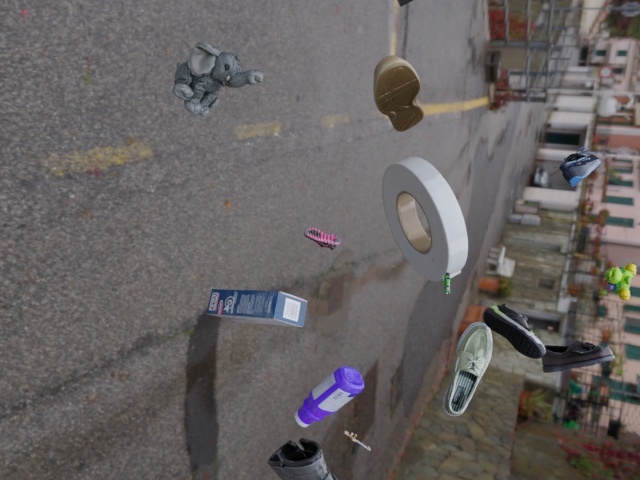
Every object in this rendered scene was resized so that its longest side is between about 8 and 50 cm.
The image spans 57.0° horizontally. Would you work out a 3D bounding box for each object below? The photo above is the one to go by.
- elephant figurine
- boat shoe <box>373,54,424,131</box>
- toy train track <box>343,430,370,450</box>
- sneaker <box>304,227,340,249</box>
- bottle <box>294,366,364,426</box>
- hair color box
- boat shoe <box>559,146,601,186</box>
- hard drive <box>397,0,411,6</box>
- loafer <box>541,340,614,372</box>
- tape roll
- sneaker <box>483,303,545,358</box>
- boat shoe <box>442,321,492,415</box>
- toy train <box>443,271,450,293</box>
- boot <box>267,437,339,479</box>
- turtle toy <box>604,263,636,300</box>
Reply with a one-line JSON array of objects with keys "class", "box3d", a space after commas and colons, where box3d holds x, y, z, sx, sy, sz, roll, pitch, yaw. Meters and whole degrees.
[{"class": "elephant figurine", "box3d": [-0.284, -0.467, 1.629, 0.186, 0.239, 0.169, 47, 27, -19]}, {"class": "boat shoe", "box3d": [0.189, -0.394, 1.534, 0.110, 0.122, 0.341, 65, 7, 17]}, {"class": "toy train track", "box3d": [0.094, 0.498, 1.476, 0.014, 0.083, 0.048, -53, -169, -6]}, {"class": "sneaker", "box3d": [0.000, 0.000, 1.859, 0.057, 0.119, 0.047, 121, -16, -47]}, {"class": "bottle", "box3d": [0.022, 0.546, 2.038, 0.118, 0.283, 0.092, 22, 34, -37]}, {"class": "hair color box", "box3d": [-0.240, 0.250, 2.208, 0.174, 0.347, 0.105, 27, 67, -50]}, {"class": "boat shoe", "box3d": [0.846, -0.254, 1.919, 0.109, 0.089, 0.258, -47, 169, 31]}, {"class": "hard drive", "box3d": [0.134, -0.678, 1.237, 0.237, 0.064, 0.339, 65, 9, 11]}, {"class": "loafer", "box3d": [0.816, 0.367, 1.912, 0.302, 0.109, 0.095, 130, -48, -65]}, {"class": "tape roll", "box3d": [0.313, -0.063, 1.814, 0.072, 0.392, 0.392, -22, 129, -15]}, {"class": "sneaker", "box3d": [0.587, 0.252, 1.744, 0.097, 0.235, 0.084, -22, 129, -21]}, {"class": "boat shoe", "box3d": [0.460, 0.396, 1.807, 0.094, 0.109, 0.302, 83, 26, -80]}, {"class": "toy train", "box3d": [0.343, 0.115, 1.594, 0.083, 0.017, 0.023, -71, 173, -59]}, {"class": "boot", "box3d": [0.037, 0.479, 1.083, 0.118, 0.338, 0.222, -35, 100, -44]}, {"class": "turtle toy", "box3d": [0.804, 0.104, 1.587, 0.130, 0.066, 0.095, 27, 79, -57]}]
